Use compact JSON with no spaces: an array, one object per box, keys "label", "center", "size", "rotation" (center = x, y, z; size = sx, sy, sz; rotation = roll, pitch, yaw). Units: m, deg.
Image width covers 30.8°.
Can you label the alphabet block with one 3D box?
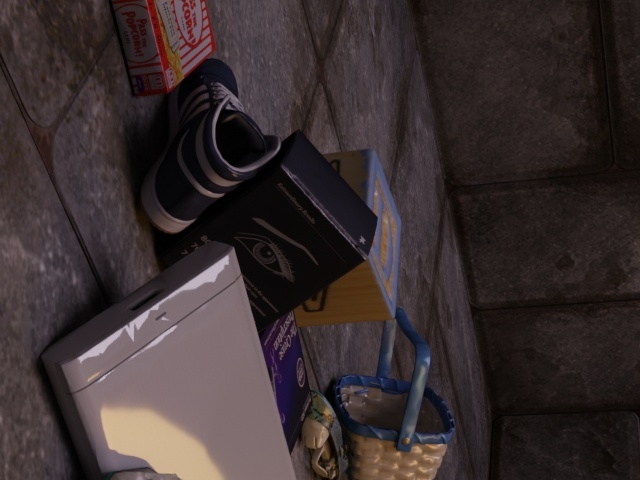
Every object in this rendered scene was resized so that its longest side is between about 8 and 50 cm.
[{"label":"alphabet block","center":[0.000,0.000,1.697],"size":[0.193,0.197,0.192],"rotation":[66,25,-49]}]

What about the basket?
[{"label":"basket","center":[0.126,0.280,1.982],"size":[0.255,0.201,0.289],"rotation":[-116,-142,-76]}]

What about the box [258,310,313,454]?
[{"label":"box","center":[-0.097,0.196,1.465],"size":[0.261,0.103,0.184],"rotation":[-63,147,-63]}]

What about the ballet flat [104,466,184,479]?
[{"label":"ballet flat","center":[-0.125,0.415,1.137],"size":[0.147,0.147,0.409],"rotation":[-48,135,-70]}]

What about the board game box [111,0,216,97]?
[{"label":"board game box","center":[-0.186,-0.270,1.384],"size":[0.193,0.045,0.147],"rotation":[-64,146,-62]}]

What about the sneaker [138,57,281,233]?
[{"label":"sneaker","center":[-0.114,-0.143,1.370],"size":[0.099,0.153,0.282],"rotation":[37,41,-24]}]

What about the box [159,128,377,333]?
[{"label":"box","center":[-0.059,-0.003,1.375],"size":[0.153,0.207,0.108],"rotation":[49,25,-16]}]

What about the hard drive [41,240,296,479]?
[{"label":"hard drive","center":[-0.139,0.209,1.216],"size":[0.233,0.047,0.353],"rotation":[-36,126,-38]}]

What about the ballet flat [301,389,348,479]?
[{"label":"ballet flat","center":[0.002,0.323,1.863],"size":[0.070,0.070,0.188],"rotation":[-76,153,-50]}]
